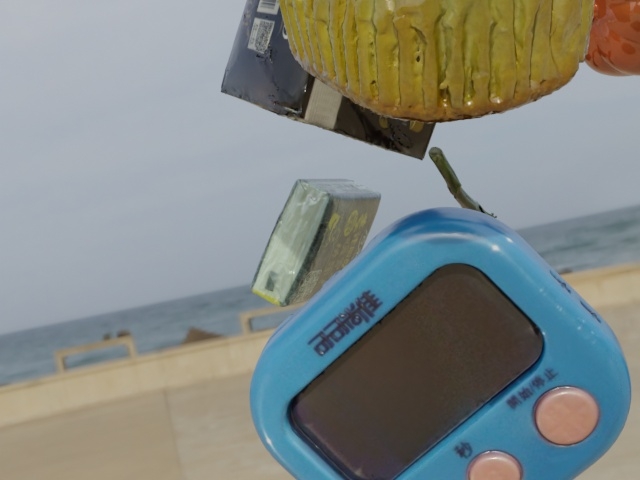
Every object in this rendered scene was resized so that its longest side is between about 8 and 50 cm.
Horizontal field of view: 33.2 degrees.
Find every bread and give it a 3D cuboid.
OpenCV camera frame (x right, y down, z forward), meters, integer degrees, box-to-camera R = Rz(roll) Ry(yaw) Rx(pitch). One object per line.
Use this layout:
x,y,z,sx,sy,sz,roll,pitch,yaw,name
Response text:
0.093,-0.202,0.855,0.227,0.142,0.253,-30,46,-29,bread

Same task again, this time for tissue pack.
0.000,0.000,1.654,0.081,0.185,0.257,27,11,16,tissue pack
0.047,-0.287,1.153,0.198,0.369,0.210,13,10,-37,tissue pack

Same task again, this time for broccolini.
0.191,-0.052,1.422,0.051,0.054,0.239,-38,-40,7,broccolini

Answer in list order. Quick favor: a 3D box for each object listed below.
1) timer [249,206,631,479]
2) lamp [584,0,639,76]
0.118,0.147,1.085,0.340,0.309,0.115,-44,8,19,timer
0.367,-0.284,1.275,0.164,0.187,0.188,-17,1,-26,lamp
